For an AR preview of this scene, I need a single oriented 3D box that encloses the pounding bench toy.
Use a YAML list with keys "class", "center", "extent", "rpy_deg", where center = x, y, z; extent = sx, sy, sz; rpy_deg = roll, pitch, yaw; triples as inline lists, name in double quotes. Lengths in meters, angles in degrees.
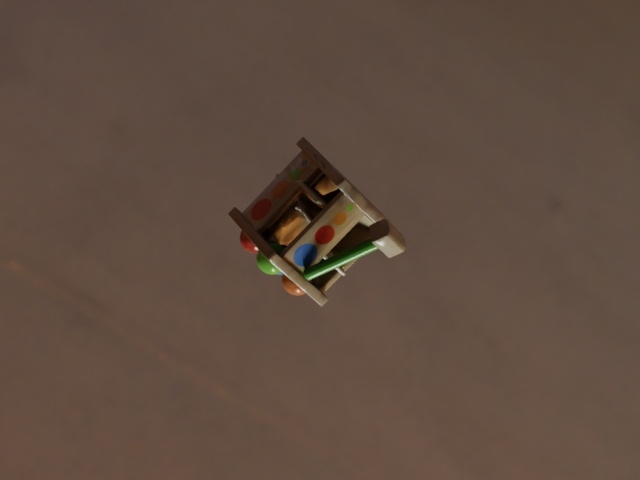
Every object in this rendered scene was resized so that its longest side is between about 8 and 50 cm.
- class: "pounding bench toy"
  center: [0.000, 0.000, 1.033]
  extent: [0.052, 0.065, 0.083]
  rpy_deg: [42, -177, -39]
